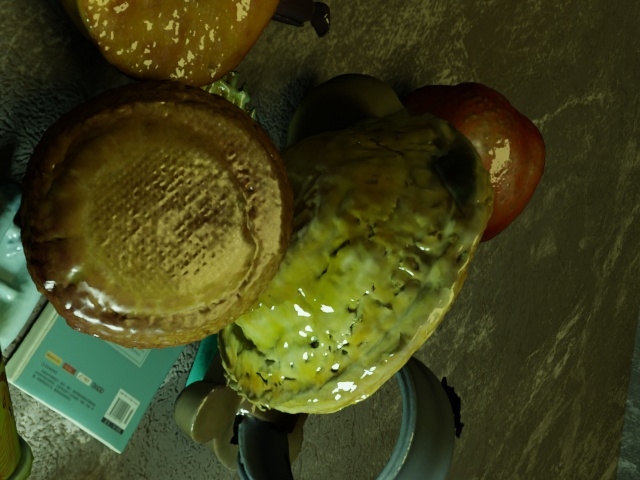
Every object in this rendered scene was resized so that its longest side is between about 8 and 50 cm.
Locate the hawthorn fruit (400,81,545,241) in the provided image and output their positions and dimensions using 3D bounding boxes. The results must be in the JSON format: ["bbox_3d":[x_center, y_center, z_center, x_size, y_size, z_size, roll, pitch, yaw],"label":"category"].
[{"bbox_3d":[0.220,-0.115,1.827,0.275,0.275,0.299,6,115,-58],"label":"hawthorn fruit"}]

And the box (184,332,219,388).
[{"bbox_3d":[-0.108,0.181,1.675,0.226,0.042,0.160,17,92,-59],"label":"box"}]

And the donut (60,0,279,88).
[{"bbox_3d":[-0.169,-0.318,1.220,0.303,0.110,0.302,-29,134,-35],"label":"donut"}]

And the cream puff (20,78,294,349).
[{"bbox_3d":[-0.178,-0.028,1.208,0.303,0.212,0.303,0,90,-19],"label":"cream puff"}]

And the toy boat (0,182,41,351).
[{"bbox_3d":[-0.351,0.046,1.197,0.207,0.079,0.134,-63,150,-16],"label":"toy boat"}]

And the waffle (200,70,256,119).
[{"bbox_3d":[-0.153,-0.117,1.384,0.208,0.054,0.214,-35,131,-41],"label":"waffle"}]

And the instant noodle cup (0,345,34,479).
[{"bbox_3d":[-0.406,0.106,0.956,0.311,0.311,0.221,-17,110,-53],"label":"instant noodle cup"}]

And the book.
[{"bbox_3d":[-0.230,0.067,1.436,0.379,0.031,0.264,-60,147,-18],"label":"book"}]

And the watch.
[{"bbox_3d":[0.023,0.232,1.550,0.335,0.327,0.314,-64,148,-10],"label":"watch"}]

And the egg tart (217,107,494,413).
[{"bbox_3d":[0.000,0.000,1.373,0.178,0.443,0.443,36,75,-34],"label":"egg tart"}]

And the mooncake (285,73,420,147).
[{"bbox_3d":[0.059,-0.116,1.611,0.117,0.235,0.234,-35,134,-50],"label":"mooncake"}]

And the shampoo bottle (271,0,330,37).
[{"bbox_3d":[-0.061,-0.321,1.454,0.236,0.067,0.068,2,96,-57],"label":"shampoo bottle"}]
